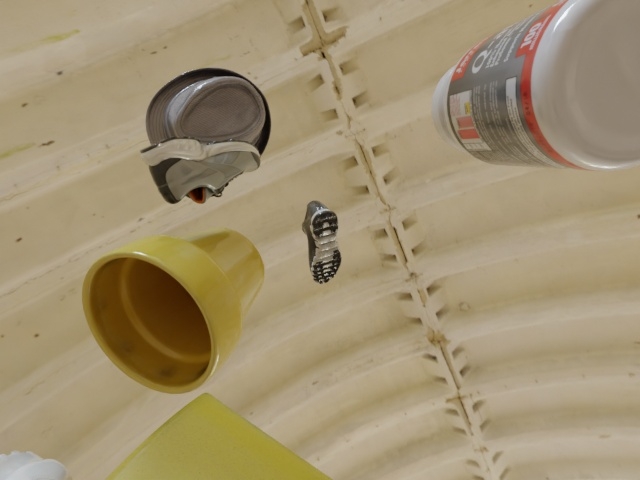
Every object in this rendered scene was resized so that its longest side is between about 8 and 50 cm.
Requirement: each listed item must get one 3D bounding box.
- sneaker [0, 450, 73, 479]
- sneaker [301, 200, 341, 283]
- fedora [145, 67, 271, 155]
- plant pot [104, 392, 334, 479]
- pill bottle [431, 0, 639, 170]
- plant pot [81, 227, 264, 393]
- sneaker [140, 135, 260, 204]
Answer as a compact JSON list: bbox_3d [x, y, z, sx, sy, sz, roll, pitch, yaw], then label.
[{"bbox_3d":[-0.151,0.172,0.196,0.095,0.235,0.089,17,-99,-13],"label":"sneaker"},{"bbox_3d":[0.000,0.000,1.047,0.078,0.106,0.234,-14,-49,-14],"label":"sneaker"},{"bbox_3d":[-0.227,-0.256,0.918,0.276,0.124,0.243,-23,-79,-18],"label":"fedora"},{"bbox_3d":[-0.126,0.311,0.398,0.212,0.187,0.212,23,-78,27],"label":"plant pot"},{"bbox_3d":[0.311,-0.213,0.632,0.211,0.363,0.209,-2,-78,-8],"label":"pill bottle"},{"bbox_3d":[-0.225,0.090,0.751,0.254,0.239,0.253,8,-65,19],"label":"plant pot"},{"bbox_3d":[-0.199,-0.123,0.770,0.101,0.272,0.107,-11,-83,28],"label":"sneaker"}]
